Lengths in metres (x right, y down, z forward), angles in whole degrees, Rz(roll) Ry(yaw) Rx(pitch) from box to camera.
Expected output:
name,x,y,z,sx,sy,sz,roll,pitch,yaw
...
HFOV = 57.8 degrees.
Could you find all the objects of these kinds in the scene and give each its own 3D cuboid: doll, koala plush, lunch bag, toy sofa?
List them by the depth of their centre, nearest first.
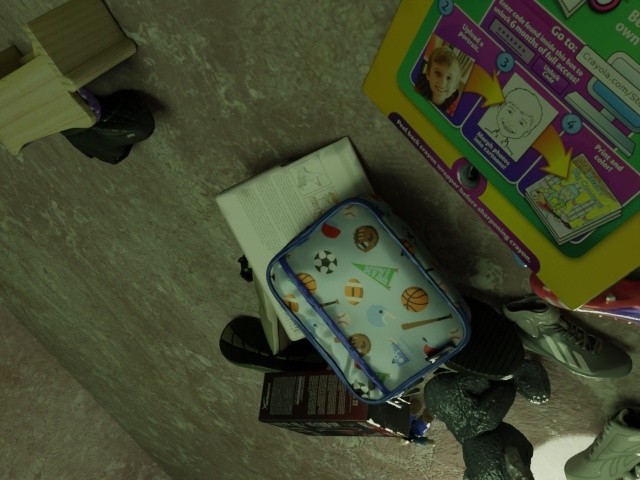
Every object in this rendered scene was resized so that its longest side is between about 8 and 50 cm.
name,x,y,z,sx,sy,sz,roll,pitch,yaw
lunch bag,0.074,0.097,0.901,0.243,0.115,0.303,-38,88,18
koala plush,0.292,0.341,1.009,0.203,0.221,0.196,2,149,-18
toy sofa,-0.491,-0.289,1.047,0.362,0.150,0.177,-5,126,41
doll,0.218,0.447,1.381,0.129,0.046,0.189,29,142,11

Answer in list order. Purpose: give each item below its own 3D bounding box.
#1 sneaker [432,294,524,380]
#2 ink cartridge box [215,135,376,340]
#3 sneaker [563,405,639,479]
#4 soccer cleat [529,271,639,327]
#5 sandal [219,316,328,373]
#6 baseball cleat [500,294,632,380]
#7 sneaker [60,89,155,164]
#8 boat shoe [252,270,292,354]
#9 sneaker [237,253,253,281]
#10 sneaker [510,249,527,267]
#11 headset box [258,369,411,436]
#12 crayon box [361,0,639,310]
name,x,y,z,sx,sy,sz,roll,pitch,yaw
sneaker,0.213,0.170,1.026,0.330,0.122,0.146,21,153,44
ink cartridge box,0.000,0.000,0.996,0.261,0.066,0.296,-22,103,20
sneaker,0.525,0.348,0.998,0.118,0.110,0.292,43,135,3
soccer cleat,0.420,0.087,0.807,0.248,0.083,0.095,5,138,31
sandal,-0.119,0.278,1.412,0.302,0.120,0.086,15,153,25
baseball cleat,0.382,0.149,0.908,0.205,0.072,0.109,15,139,25
sneaker,-0.399,-0.209,1.120,0.286,0.109,0.130,13,145,41
boat shoe,-0.078,0.145,1.227,0.324,0.096,0.117,91,156,-56
sneaker,-0.126,0.030,1.172,0.063,0.075,0.170,33,143,4
sneaker,0.280,-0.048,0.793,0.078,0.067,0.188,-19,118,24
headset box,0.048,0.360,1.269,0.293,0.110,0.218,-10,151,30
crayon box,0.237,-0.157,0.567,0.363,0.106,0.313,50,145,16
